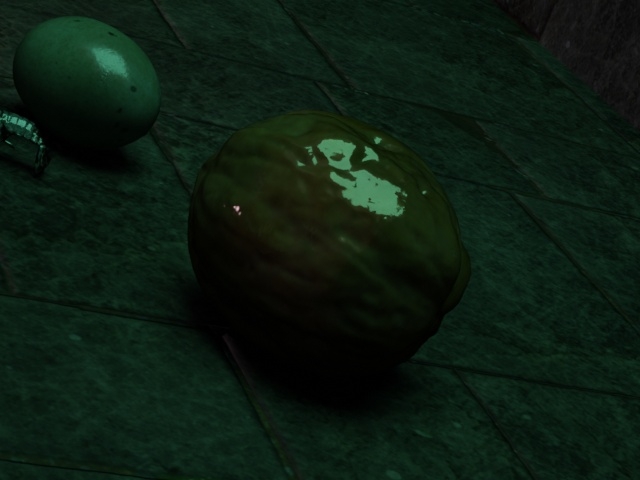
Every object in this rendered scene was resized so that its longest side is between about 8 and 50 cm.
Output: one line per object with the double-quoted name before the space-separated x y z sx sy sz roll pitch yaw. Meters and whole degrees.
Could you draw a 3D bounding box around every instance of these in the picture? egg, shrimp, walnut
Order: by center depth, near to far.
"walnut" 0.002 -0.003 2.034 0.344 0.306 0.306 28 22 12
"shrimp" -0.427 -0.147 2.259 0.174 0.076 0.082 20 -1 -6
"egg" -0.319 -0.216 2.388 0.236 0.169 0.169 37 25 32
